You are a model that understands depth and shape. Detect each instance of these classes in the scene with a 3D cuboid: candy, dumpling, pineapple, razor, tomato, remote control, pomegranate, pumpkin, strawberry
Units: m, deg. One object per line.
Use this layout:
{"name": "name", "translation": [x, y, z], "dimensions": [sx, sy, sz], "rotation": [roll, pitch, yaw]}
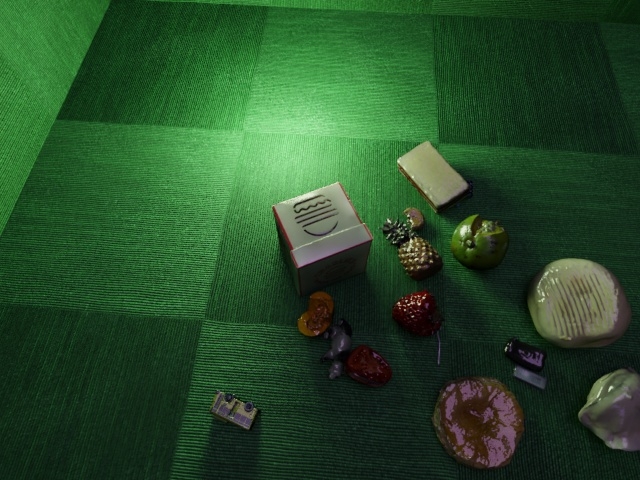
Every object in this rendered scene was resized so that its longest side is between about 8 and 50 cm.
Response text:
{"name": "candy", "translation": [0.519, -0.290, 1.925], "dimensions": [0.179, 0.135, 0.320], "rotation": [-38, 69, 5]}
{"name": "dumpling", "translation": [1.091, 0.592, 1.479], "dimensions": [0.318, 0.187, 0.242], "rotation": [-28, 64, -16]}
{"name": "pineapple", "translation": [0.376, 0.010, 1.796], "dimensions": [0.169, 0.169, 0.340], "rotation": [-23, 59, -11]}
{"name": "razor", "translation": [0.797, 0.444, 1.626], "dimensions": [0.148, 0.054, 0.090], "rotation": [24, 66, 12]}
{"name": "tomato", "translation": [0.174, 0.495, 1.579], "dimensions": [0.174, 0.082, 0.166], "rotation": [36, 36, 15]}
{"name": "remote control", "translation": [0.806, 0.528, 1.606], "dimensions": [0.125, 0.018, 0.053], "rotation": [23, 67, 11]}
{"name": "pomegranate", "translation": [0.691, 0.002, 1.778], "dimensions": [0.236, 0.236, 0.302], "rotation": [46, 39, 20]}
{"name": "pumpkin", "translation": [-0.010, 0.305, 1.671], "dimensions": [0.119, 0.107, 0.183], "rotation": [26, 74, 20]}
{"name": "strawberry", "translation": [0.378, 0.291, 1.648], "dimensions": [0.202, 0.187, 0.184], "rotation": [-9, 86, 26]}

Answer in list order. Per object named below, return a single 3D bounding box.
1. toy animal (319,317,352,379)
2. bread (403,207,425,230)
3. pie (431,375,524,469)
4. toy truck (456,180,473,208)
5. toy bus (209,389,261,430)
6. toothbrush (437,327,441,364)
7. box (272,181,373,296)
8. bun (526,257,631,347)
{"name": "toy animal", "translation": [0.066, 0.421, 1.611], "dimensions": [0.094, 0.121, 0.225], "rotation": [-10, 59, 30]}
{"name": "bread", "translation": [0.428, -0.096, 1.891], "dimensions": [0.082, 0.060, 0.113], "rotation": [-14, 67, -6]}
{"name": "pie", "translation": [0.574, 0.652, 1.511], "dimensions": [0.340, 0.083, 0.339], "rotation": [1, 65, -2]}
{"name": "toy truck", "translation": [0.675, -0.216, 1.952], "dimensions": [0.074, 0.063, 0.136], "rotation": [0, 65, 19]}
{"name": "toy bus", "translation": [-0.315, 0.621, 1.526], "dimensions": [0.175, 0.088, 0.101], "rotation": [21, 67, 9]}
{"name": "toothbrush", "translation": [0.471, 0.415, 1.666], "dimensions": [0.017, 0.014, 0.162], "rotation": [1, 63, 22]}
{"name": "box", "translation": [0.000, 0.000, 1.708], "dimensions": [0.315, 0.312, 0.300], "rotation": [-21, 64, -11]}
{"name": "bun", "translation": [0.997, 0.256, 1.634], "dimensions": [0.361, 0.213, 0.360], "rotation": [-10, 69, 26]}
